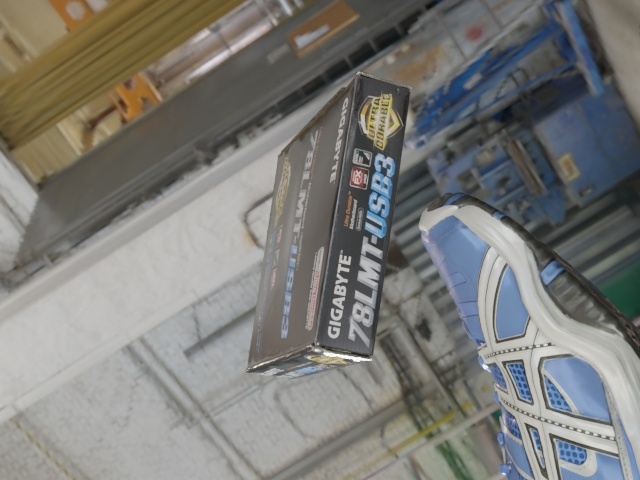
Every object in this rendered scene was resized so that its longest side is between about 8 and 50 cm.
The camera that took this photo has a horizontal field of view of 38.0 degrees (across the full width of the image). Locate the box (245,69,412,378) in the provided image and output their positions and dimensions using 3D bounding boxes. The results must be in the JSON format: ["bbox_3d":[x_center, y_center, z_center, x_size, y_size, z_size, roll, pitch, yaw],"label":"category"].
[{"bbox_3d":[0.000,0.000,1.047,0.293,0.073,0.295,145,135,-70],"label":"box"}]

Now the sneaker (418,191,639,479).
[{"bbox_3d":[0.095,0.064,0.366,0.080,0.081,0.211,25,-155,-53],"label":"sneaker"}]
